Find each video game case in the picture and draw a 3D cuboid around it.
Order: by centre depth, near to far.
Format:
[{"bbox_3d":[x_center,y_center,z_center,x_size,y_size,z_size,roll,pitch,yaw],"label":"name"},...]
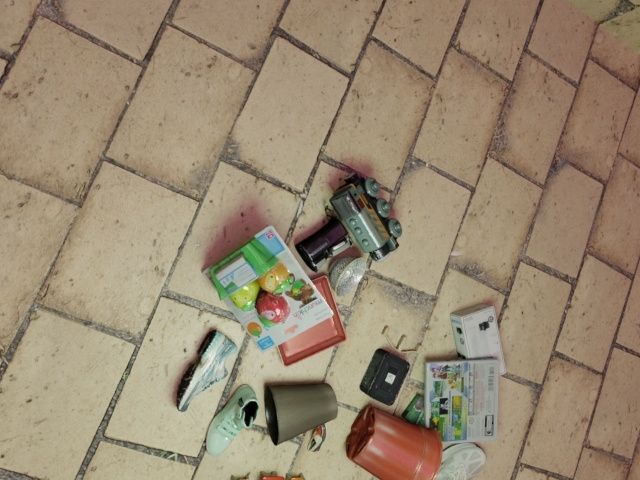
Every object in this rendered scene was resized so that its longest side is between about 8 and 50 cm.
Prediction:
[{"bbox_3d":[0.553,0.630,1.908,0.300,0.036,0.328,0,94,-9],"label":"video game case"}]

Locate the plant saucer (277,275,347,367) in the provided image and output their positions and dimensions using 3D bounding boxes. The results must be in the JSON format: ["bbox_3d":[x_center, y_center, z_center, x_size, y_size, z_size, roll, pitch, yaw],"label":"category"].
[{"bbox_3d":[-0.059,0.287,1.757,0.259,0.048,0.259,-20,98,-19],"label":"plant saucer"}]

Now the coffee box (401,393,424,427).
[{"bbox_3d":[0.420,0.709,1.933,0.184,0.040,0.113,45,77,-14],"label":"coffee box"}]

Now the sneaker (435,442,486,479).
[{"bbox_3d":[0.502,0.953,1.848,0.448,0.257,0.169,-21,97,-19],"label":"sneaker"}]

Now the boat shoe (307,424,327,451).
[{"bbox_3d":[-0.010,0.712,1.755,0.043,0.049,0.137,5,120,-22],"label":"boat shoe"}]

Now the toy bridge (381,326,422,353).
[{"bbox_3d":[0.316,0.405,1.903,0.188,0.026,0.063,31,83,-17],"label":"toy bridge"}]

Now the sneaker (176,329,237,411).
[{"bbox_3d":[-0.374,0.447,1.614,0.122,0.110,0.283,33,80,-20],"label":"sneaker"}]

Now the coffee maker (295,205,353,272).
[{"bbox_3d":[0.000,0.000,1.754,0.178,0.120,0.171,-34,77,-18],"label":"coffee maker"}]

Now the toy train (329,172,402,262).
[{"bbox_3d":[0.168,-0.080,1.762,0.190,0.142,0.334,-44,107,-45],"label":"toy train"}]

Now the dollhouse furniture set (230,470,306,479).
[{"bbox_3d":[-0.180,0.940,1.668,0.262,0.135,0.259,8,87,-20],"label":"dollhouse furniture set"}]

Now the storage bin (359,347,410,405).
[{"bbox_3d":[0.244,0.517,1.847,0.122,0.084,0.180,29,81,-17],"label":"storage bin"}]

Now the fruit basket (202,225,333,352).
[{"bbox_3d":[-0.183,0.174,1.584,0.327,0.165,0.353,-32,91,25],"label":"fruit basket"}]

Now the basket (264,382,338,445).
[{"bbox_3d":[-0.066,0.589,1.705,0.227,0.154,0.204,-5,90,-23],"label":"basket"}]

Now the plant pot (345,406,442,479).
[{"bbox_3d":[0.252,0.757,1.770,0.265,0.272,0.272,31,80,-9],"label":"plant pot"}]

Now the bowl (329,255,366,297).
[{"bbox_3d":[0.084,0.116,1.775,0.080,0.170,0.170,33,75,28],"label":"bowl"}]

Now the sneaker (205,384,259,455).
[{"bbox_3d":[-0.295,0.617,1.618,0.094,0.151,0.255,33,81,-18],"label":"sneaker"}]

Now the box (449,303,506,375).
[{"bbox_3d":[0.643,0.422,1.987,0.169,0.087,0.289,-15,95,-19],"label":"box"}]
